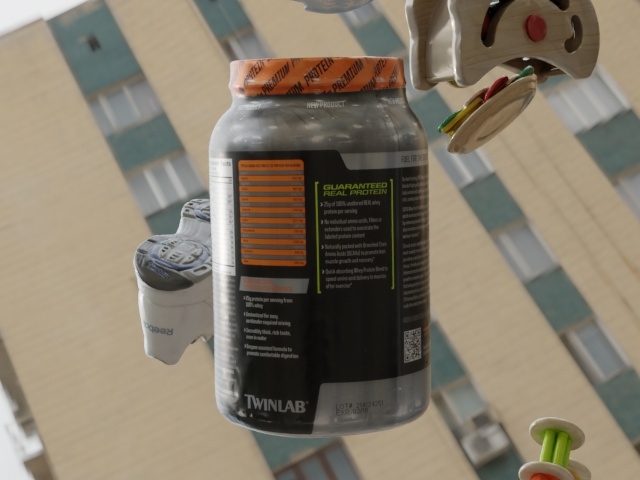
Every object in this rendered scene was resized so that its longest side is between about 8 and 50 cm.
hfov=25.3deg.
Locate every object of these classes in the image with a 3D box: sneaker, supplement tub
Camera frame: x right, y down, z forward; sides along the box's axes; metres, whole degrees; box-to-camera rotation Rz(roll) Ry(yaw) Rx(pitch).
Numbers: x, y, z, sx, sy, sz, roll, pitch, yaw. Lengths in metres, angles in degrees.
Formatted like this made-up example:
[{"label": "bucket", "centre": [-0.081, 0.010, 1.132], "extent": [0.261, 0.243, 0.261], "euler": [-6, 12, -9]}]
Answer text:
[{"label": "sneaker", "centre": [-0.131, 0.038, 1.598], "extent": [0.297, 0.111, 0.129], "euler": [-37, -39, -61]}, {"label": "supplement tub", "centre": [0.000, 0.000, 1.246], "extent": [0.193, 0.193, 0.316], "euler": [-4, -83, -34]}]

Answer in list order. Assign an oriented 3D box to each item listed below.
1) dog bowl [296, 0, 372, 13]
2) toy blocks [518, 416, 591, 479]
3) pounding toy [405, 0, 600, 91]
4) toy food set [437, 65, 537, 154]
[{"label": "dog bowl", "centre": [-0.047, -0.286, 1.224], "extent": [0.297, 0.074, 0.166], "euler": [4, -84, -19]}, {"label": "toy blocks", "centre": [0.212, 0.258, 1.326], "extent": [0.054, 0.148, 0.123], "euler": [3, -39, 20]}, {"label": "pounding toy", "centre": [0.185, -0.224, 1.509], "extent": [0.269, 0.155, 0.154], "euler": [-31, -72, -34]}, {"label": "toy food set", "centre": [0.120, -0.092, 1.008], "extent": [0.083, 0.020, 0.082], "euler": [-40, -12, 10]}]
